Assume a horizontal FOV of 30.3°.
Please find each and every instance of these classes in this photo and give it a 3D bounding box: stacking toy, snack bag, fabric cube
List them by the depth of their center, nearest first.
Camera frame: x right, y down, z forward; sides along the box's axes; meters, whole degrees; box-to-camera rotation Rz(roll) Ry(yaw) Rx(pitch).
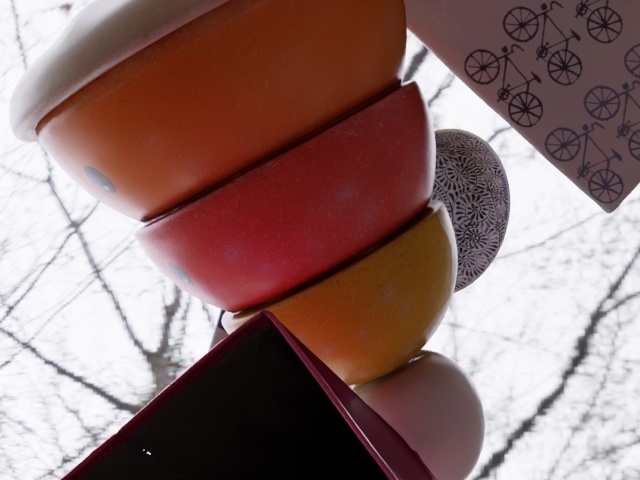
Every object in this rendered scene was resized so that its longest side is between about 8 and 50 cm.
[{"bbox_3d":[-0.017,0.255,0.762,0.259,0.254,0.258,-40,-39,0],"label":"fabric cube"},{"bbox_3d":[0.000,0.000,0.976,0.350,0.350,0.480,-31,-86,-28],"label":"stacking toy"},{"bbox_3d":[0.262,-0.249,1.049,0.323,0.037,0.342,43,-79,-5],"label":"snack bag"}]

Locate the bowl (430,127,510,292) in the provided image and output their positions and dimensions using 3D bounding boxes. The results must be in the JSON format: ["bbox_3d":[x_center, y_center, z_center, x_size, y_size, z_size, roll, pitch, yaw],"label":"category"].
[{"bbox_3d":[0.106,-0.034,1.210,0.170,0.080,0.170,-7,-77,-32],"label":"bowl"}]

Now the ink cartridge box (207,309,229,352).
[{"bbox_3d":[-0.031,0.094,1.384,0.330,0.071,0.324,-25,-44,-65],"label":"ink cartridge box"}]
